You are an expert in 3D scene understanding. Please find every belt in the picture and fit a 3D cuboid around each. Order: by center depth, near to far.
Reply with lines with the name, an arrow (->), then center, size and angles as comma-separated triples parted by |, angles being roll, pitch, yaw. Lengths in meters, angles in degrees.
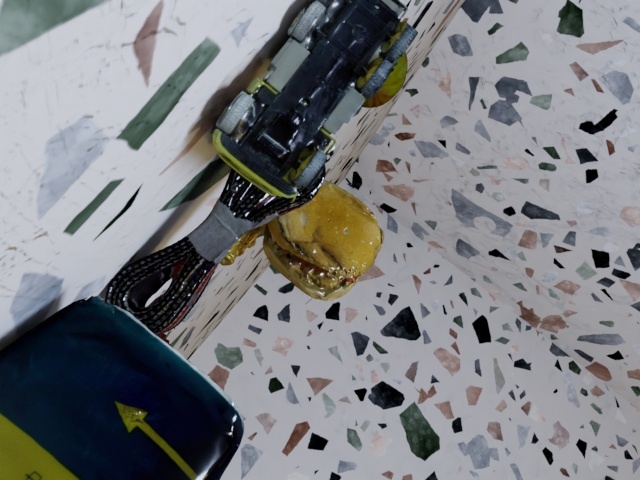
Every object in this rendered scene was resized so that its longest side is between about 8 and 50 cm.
belt -> -0.138, -0.009, 0.735 | 0.359, 0.126, 0.094 | -48, -175, -7

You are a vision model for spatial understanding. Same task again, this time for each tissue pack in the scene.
tissue pack -> -0.294, 0.287, 0.480 | 0.264, 0.253, 0.416 | -54, 177, 39

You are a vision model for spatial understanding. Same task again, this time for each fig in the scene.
fig -> 0.080, -0.256, 0.826 | 0.124, 0.124, 0.236 | -52, -166, 19

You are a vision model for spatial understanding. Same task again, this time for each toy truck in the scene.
toy truck -> -0.011, -0.178, 0.647 | 0.272, 0.124, 0.157 | -55, -171, -9

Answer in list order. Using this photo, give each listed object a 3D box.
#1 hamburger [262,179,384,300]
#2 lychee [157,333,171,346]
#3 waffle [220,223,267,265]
hamburger -> 0.000, 0.000, 1.076 | 0.244, 0.244, 0.163 | -51, 180, -44
lychee -> -0.294, 0.188, 0.861 | 0.123, 0.123, 0.129 | -52, -146, -4
waffle -> -0.144, -0.041, 1.078 | 0.219, 0.057, 0.229 | -53, 177, 4
